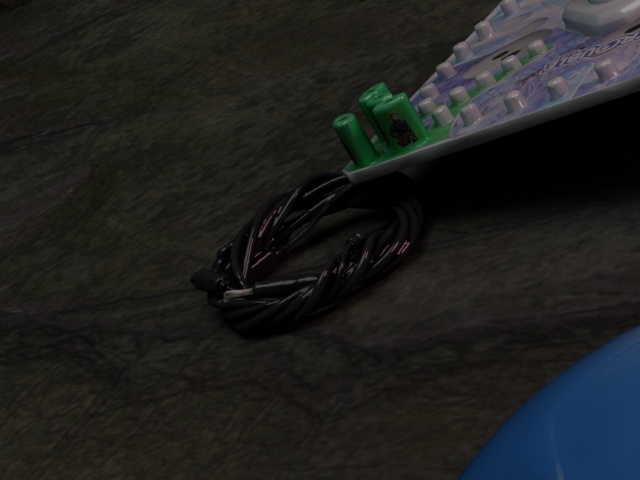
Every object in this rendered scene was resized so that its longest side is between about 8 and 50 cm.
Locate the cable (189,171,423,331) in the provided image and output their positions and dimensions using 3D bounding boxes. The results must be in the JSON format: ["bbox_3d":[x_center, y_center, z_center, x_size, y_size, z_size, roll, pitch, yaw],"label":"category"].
[{"bbox_3d":[0.000,0.000,1.307,0.184,0.047,0.150,-31,23,-20],"label":"cable"}]

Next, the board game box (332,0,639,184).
[{"bbox_3d":[0.237,-0.201,1.341,0.390,0.050,0.390,-17,21,40],"label":"board game box"}]

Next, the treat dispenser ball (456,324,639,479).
[{"bbox_3d":[0.153,0.151,0.486,0.288,0.288,0.288,-20,22,9],"label":"treat dispenser ball"}]
